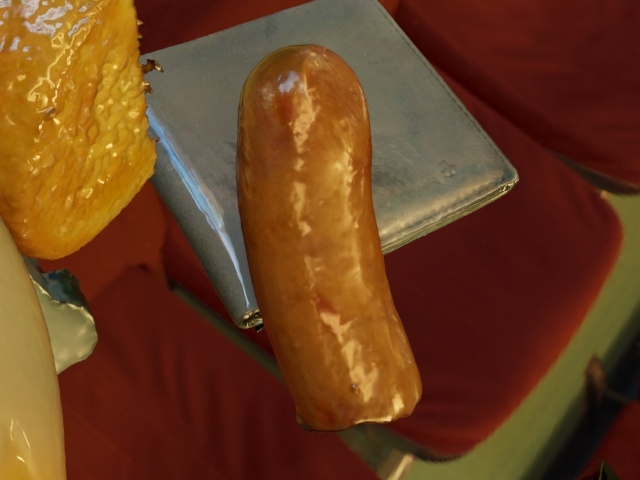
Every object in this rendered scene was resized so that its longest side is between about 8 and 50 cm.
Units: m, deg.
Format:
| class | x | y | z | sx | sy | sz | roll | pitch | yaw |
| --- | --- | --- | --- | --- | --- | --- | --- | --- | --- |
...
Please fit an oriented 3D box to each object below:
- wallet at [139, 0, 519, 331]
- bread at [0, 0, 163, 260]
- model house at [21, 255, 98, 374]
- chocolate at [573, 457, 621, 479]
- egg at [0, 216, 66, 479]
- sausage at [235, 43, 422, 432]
| class | x | y | z | sx | sy | sz | roll | pitch | yaw |
| --- | --- | --- | --- | --- | --- | --- | --- | --- | --- |
| wallet | -0.011 | -0.083 | 0.941 | 0.290 | 0.251 | 0.054 | -23 | 159 | -27 |
| bread | -0.170 | -0.071 | 0.614 | 0.229 | 0.143 | 0.140 | 96 | 19 | -62 |
| model house | -0.426 | 0.017 | 1.061 | 0.295 | 0.329 | 0.252 | -38 | 135 | 1 |
| chocolate | 0.193 | 0.301 | 0.823 | 0.177 | 0.224 | 0.206 | -30 | 114 | 3 |
| egg | -0.223 | 0.028 | 0.454 | 0.264 | 0.286 | 0.174 | 14 | 103 | -22 |
| sausage | 0.001 | -0.001 | 0.784 | 0.109 | 0.108 | 0.271 | -23 | 108 | -47 |
